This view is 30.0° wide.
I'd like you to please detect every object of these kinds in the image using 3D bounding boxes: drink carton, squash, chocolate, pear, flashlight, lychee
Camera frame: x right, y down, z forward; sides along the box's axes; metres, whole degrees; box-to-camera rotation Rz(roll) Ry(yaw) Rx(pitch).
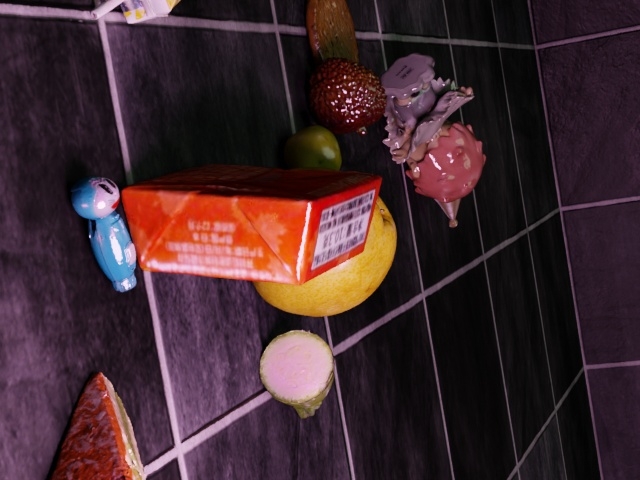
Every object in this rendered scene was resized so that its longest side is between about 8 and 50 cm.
[{"bbox_3d":[-0.195,-0.303,1.379,0.200,0.074,0.084,-64,140,-56],"label":"drink carton"},{"bbox_3d":[-0.019,0.194,1.636,0.132,0.105,0.105,67,23,-62],"label":"squash"},{"bbox_3d":[-0.073,-0.025,1.383,0.237,0.234,0.108,-22,114,-67],"label":"chocolate"},{"bbox_3d":[0.000,0.000,1.587,0.209,0.208,0.209,-8,90,-68],"label":"pear"},{"bbox_3d":[-0.224,-0.008,1.250,0.051,0.051,0.129,-60,142,-57],"label":"flashlight"},{"bbox_3d":[-0.009,-0.128,1.757,0.092,0.092,0.097,48,40,-54],"label":"pear"},{"bbox_3d":[0.039,-0.224,1.858,0.123,0.123,0.129,-61,139,-56],"label":"lychee"}]

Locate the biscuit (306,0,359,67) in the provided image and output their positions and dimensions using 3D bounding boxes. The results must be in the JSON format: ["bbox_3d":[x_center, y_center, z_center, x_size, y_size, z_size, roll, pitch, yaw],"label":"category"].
[{"bbox_3d":[0.018,-0.333,1.967,0.188,0.027,0.188,-8,90,-66],"label":"biscuit"}]

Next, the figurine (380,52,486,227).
[{"bbox_3d":[0.217,-0.180,2.256,0.207,0.166,0.387,-48,138,-18],"label":"figurine"}]

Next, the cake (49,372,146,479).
[{"bbox_3d":[-0.228,0.240,1.160,0.220,0.116,0.086,57,-8,51],"label":"cake"}]
